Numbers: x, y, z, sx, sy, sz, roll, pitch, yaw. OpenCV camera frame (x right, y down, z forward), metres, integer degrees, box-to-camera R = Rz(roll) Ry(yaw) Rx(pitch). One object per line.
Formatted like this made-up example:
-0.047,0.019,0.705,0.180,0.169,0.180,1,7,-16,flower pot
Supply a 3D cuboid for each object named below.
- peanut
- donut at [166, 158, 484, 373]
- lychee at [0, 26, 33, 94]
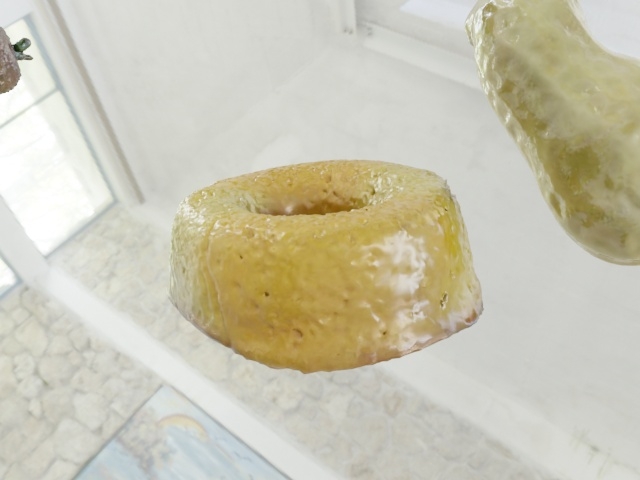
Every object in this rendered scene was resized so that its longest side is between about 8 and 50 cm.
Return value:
0.254,-0.126,0.637,0.318,0.148,0.147,66,-23,16,peanut
0.000,0.000,0.597,0.303,0.303,0.110,16,-63,43,donut
-0.510,-0.274,0.996,0.114,0.147,0.114,45,-35,45,lychee
